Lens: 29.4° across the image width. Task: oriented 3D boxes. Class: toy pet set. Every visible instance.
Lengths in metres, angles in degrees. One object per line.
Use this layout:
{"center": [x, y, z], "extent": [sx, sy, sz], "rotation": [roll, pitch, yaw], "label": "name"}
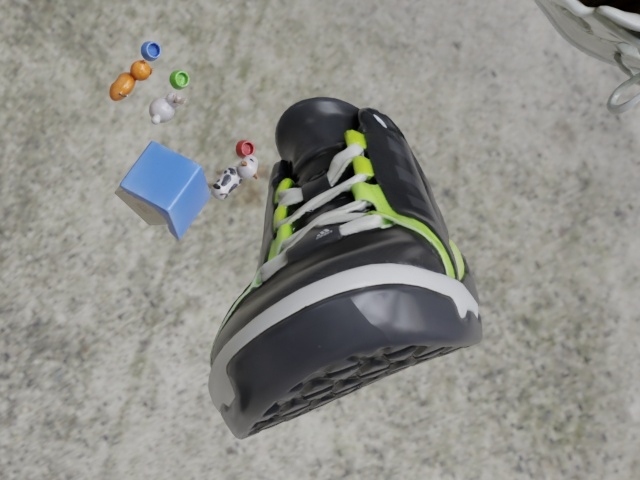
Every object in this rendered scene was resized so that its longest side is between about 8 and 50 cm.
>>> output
{"center": [-0.100, -0.069, 0.884], "extent": [0.122, 0.065, 0.114], "rotation": [44, 66, -25], "label": "toy pet set"}

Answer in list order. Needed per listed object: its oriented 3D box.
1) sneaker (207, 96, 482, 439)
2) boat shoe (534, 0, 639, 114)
{"center": [0.000, 0.000, 0.420], "extent": [0.234, 0.084, 0.097], "rotation": [-14, 81, -83], "label": "sneaker"}
{"center": [0.212, -0.163, 0.781], "extent": [0.367, 0.136, 0.156], "rotation": [28, 31, -54], "label": "boat shoe"}
